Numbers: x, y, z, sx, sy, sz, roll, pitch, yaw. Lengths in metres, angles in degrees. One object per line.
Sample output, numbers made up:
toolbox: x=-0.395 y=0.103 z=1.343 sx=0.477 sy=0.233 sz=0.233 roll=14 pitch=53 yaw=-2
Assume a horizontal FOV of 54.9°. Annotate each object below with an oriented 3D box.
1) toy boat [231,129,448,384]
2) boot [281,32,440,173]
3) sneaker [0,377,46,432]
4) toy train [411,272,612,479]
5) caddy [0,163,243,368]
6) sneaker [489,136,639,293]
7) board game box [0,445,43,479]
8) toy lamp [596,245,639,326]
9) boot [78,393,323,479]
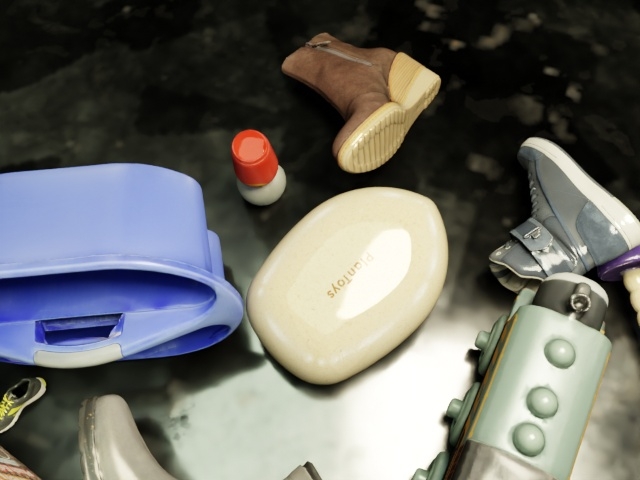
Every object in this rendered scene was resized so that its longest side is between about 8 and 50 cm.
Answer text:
toy boat: x=0.000 y=0.000 z=0.764 sx=0.267 sy=0.148 sz=0.318 roll=-38 pitch=76 yaw=-9
boot: x=0.028 y=-0.200 z=0.863 sx=0.207 sy=0.090 sz=0.248 roll=26 pitch=51 yaw=21
sneaker: x=-0.369 y=0.193 z=0.732 sx=0.031 sy=0.035 sz=0.083 roll=35 pitch=71 yaw=18
toy train: x=0.202 y=0.189 z=0.626 sx=0.142 sy=0.190 sz=0.334 roll=26 pitch=69 yaw=13
caddy: x=-0.257 y=0.055 z=0.683 sx=0.341 sy=0.241 sz=0.179 roll=-5 pitch=58 yaw=0
sneaker: x=0.269 y=-0.029 z=0.784 sx=0.163 sy=0.086 sz=0.226 roll=-38 pitch=38 yaw=12
board game box: x=-0.425 y=0.311 z=0.620 sx=0.291 sy=0.141 sz=0.232 roll=29 pitch=69 yaw=15
toy lamp: x=0.390 y=0.100 z=0.723 sx=0.080 sy=0.080 sz=0.274 roll=-8 pitch=64 yaw=-1
boot: x=-0.102 y=0.285 z=0.649 sx=0.223 sy=0.118 sz=0.338 roll=-24 pitch=77 yaw=-12
